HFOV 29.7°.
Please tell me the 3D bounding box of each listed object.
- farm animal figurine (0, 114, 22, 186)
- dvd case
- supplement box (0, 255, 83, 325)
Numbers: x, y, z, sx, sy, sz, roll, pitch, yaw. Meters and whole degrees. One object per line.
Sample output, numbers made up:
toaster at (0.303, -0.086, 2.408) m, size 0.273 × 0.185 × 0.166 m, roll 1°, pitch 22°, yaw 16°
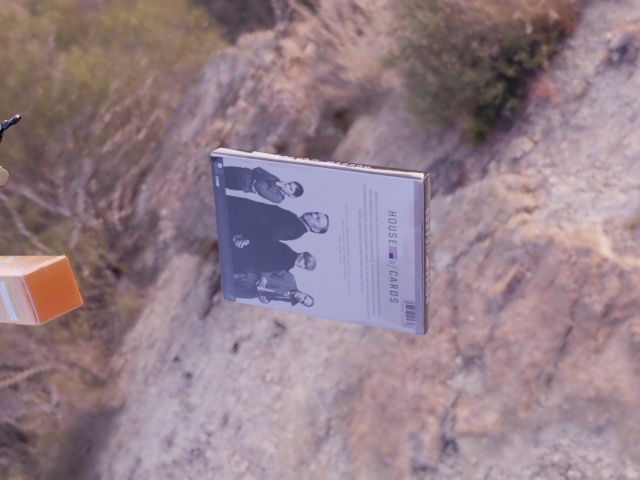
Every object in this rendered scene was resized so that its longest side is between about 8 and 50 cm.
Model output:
farm animal figurine at (-0.482, -0.042, 1.074) m, size 0.326 × 0.330 × 0.172 m, roll -58°, pitch 41°, yaw 6°
dvd case at (0.000, 0.000, 1.268) m, size 0.029 × 0.239 × 0.179 m, roll -46°, pitch -41°, yaw -55°
supplement box at (-0.429, 0.068, 1.685) m, size 0.078 × 0.080 × 0.233 m, roll -28°, pitch 15°, yaw -38°
